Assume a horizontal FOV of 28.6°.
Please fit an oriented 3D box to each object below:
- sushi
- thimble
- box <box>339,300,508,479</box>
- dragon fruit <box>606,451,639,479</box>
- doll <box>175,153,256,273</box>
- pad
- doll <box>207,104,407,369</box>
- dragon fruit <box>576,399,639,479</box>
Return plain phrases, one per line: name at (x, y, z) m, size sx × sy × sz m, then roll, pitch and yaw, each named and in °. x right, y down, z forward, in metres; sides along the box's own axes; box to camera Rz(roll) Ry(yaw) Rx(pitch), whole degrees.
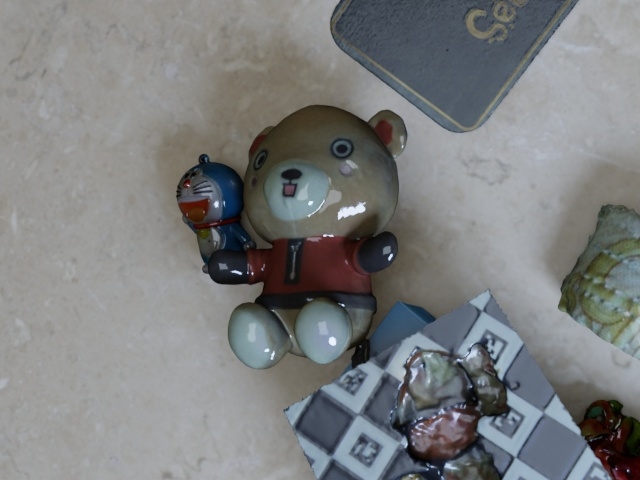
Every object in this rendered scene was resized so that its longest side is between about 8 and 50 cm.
sushi at (0.147, 0.248, 1.396) m, size 0.294 × 0.059 × 0.292 m, roll -32°, pitch 78°, yaw 11°
thimble at (0.369, 0.055, 1.423) m, size 0.190 × 0.137 × 0.143 m, roll 33°, pitch 97°, yaw 24°
box at (0.144, 0.197, 1.485) m, size 0.232 × 0.083 × 0.143 m, roll 40°, pitch 100°, yaw 24°
dragon fruit at (0.469, 0.367, 1.332) m, size 0.344 × 0.282 × 0.100 m, roll 61°, pitch 141°, yaw 36°
doll at (-0.134, -0.035, 1.584) m, size 0.114 × 0.085 × 0.152 m, roll -4°, pitch 99°, yaw 37°
pad at (0.218, -0.318, 1.507) m, size 0.315 × 0.063 × 0.375 m, roll 38°, pitch 99°, yaw 12°
doll at (0.000, 0.000, 1.486) m, size 0.235 × 0.174 × 0.330 m, roll -6°, pitch 72°, yaw 31°
dragon fruit at (0.326, 0.265, 1.438) m, size 0.138 × 0.142 × 0.175 m, roll 6°, pitch 64°, yaw 56°
